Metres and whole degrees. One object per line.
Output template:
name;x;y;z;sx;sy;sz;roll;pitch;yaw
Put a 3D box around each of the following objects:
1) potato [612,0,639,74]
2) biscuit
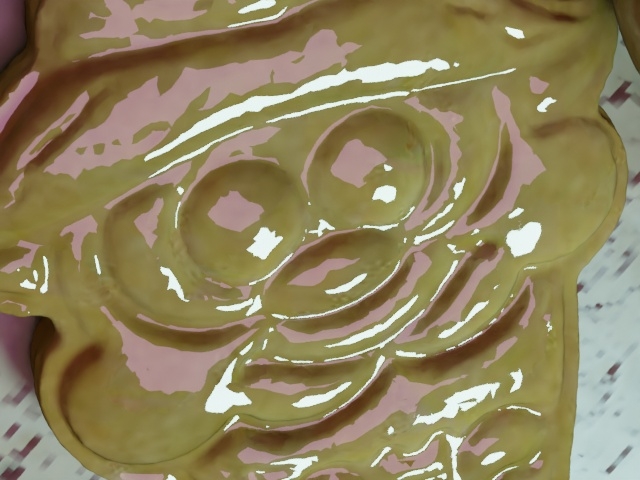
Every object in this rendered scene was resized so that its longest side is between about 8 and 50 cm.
potato;0.124;-0.094;0.394;0.118;0.109;0.178;26;102;9
biscuit;0.000;0.000;0.438;0.162;0.035;0.250;-26;117;-4
